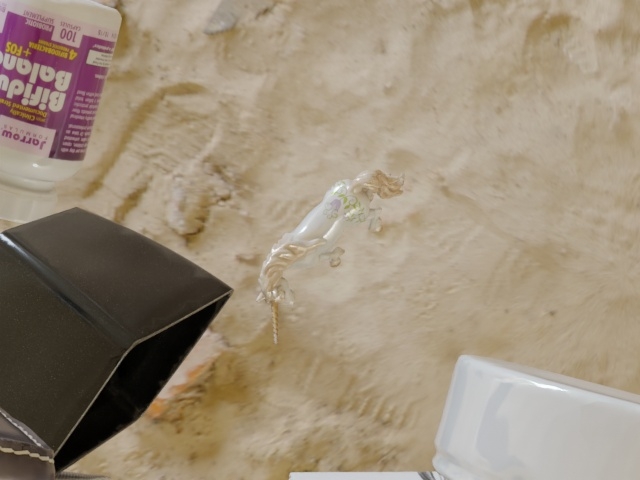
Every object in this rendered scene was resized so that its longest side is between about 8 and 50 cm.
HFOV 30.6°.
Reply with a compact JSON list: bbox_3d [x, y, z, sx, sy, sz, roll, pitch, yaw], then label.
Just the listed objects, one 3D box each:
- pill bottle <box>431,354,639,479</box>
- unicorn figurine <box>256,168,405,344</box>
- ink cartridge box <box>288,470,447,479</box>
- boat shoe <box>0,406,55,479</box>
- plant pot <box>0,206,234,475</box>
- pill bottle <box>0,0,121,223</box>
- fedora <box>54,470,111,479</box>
[{"bbox_3d":[0.115,0.272,0.622,0.224,0.224,0.392,14,88,15],"label":"pill bottle"},{"bbox_3d":[0.000,0.000,0.971,0.060,0.111,0.162,33,99,18],"label":"unicorn figurine"},{"bbox_3d":[0.153,0.406,1.258,0.395,0.166,0.285,2,112,-9],"label":"ink cartridge box"},{"bbox_3d":[-0.218,0.060,0.571,0.285,0.103,0.092,14,81,47],"label":"boat shoe"},{"bbox_3d":[-0.224,0.077,1.057,0.167,0.187,0.188,42,115,9],"label":"plant pot"},{"bbox_3d":[-0.381,-0.182,1.551,0.169,0.169,0.301,19,100,14],"label":"pill bottle"},{"bbox_3d":[-0.338,0.288,1.106,0.244,0.275,0.124,-20,64,41],"label":"fedora"}]
